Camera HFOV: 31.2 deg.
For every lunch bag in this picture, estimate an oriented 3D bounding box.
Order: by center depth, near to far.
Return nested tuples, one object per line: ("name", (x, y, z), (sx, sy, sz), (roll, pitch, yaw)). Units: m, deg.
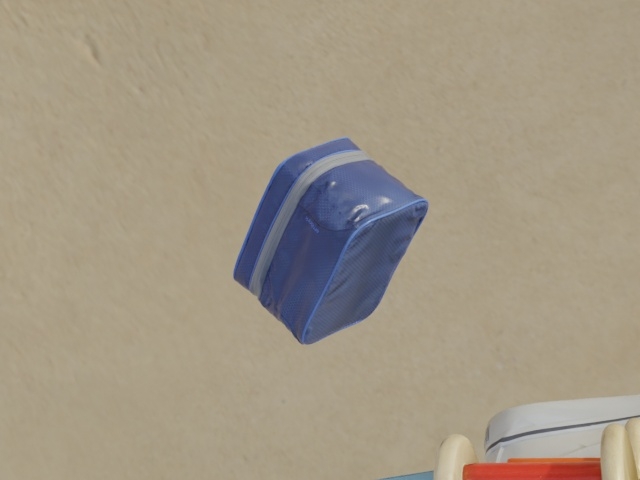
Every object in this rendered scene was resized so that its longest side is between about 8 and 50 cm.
("lunch bag", (0.000, 0.000, 0.581), (0.067, 0.065, 0.098), (-19, 144, -47))

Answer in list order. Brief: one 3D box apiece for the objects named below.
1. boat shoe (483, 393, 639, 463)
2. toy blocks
("boat shoe", (0.251, 0.158, 0.822), (0.267, 0.088, 0.096), (-7, 143, 13))
("toy blocks", (0.083, 0.087, 0.379), (0.148, 0.054, 0.123), (-7, 171, 19))
